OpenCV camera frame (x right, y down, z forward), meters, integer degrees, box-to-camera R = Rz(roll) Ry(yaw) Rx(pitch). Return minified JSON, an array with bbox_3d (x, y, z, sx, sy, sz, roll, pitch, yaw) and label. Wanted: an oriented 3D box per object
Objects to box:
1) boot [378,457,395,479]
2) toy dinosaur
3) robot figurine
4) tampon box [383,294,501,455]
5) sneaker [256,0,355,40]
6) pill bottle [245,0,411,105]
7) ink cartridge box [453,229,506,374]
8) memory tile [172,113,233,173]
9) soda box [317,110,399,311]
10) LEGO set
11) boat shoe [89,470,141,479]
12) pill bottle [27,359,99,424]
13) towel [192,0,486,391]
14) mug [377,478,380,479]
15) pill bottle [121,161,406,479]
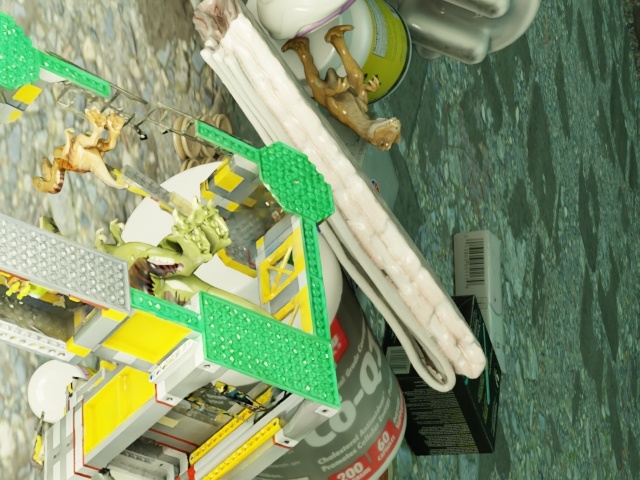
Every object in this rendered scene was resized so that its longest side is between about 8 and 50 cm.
[{"bbox_3d":[0.040,0.200,1.692,0.085,0.059,0.157,-25,110,-65],"label":"boot"},{"bbox_3d":[0.013,-0.131,1.425,0.211,0.064,0.112,-118,-175,-65],"label":"toy dinosaur"},{"bbox_3d":[0.184,-0.364,2.028,0.353,0.200,0.300,-72,-172,-49],"label":"robot figurine"},{"bbox_3d":[0.143,0.159,1.930,0.161,0.102,0.120,66,27,-46],"label":"tampon box"},{"bbox_3d":[-0.030,-0.286,1.419,0.152,0.114,0.305,45,31,-30],"label":"sneaker"},{"bbox_3d":[0.005,-0.193,1.587,0.208,0.119,0.119,0,85,-71],"label":"pill bottle"},{"bbox_3d":[0.241,0.099,2.313,0.232,0.066,0.189,25,61,-64],"label":"ink cartridge box"},{"bbox_3d":[-0.094,-0.035,1.420,0.113,0.012,0.148,-20,105,-71],"label":"memory tile"},{"bbox_3d":[0.000,0.000,1.565,0.286,0.091,0.098,-73,152,-48],"label":"soda box"},{"bbox_3d":[-0.150,0.034,0.977,0.331,0.192,0.255,17,44,-39],"label":"LEGO set"},{"bbox_3d":[-0.122,0.213,1.197,0.099,0.116,0.319,-46,158,-5],"label":"boat shoe"},{"bbox_3d":[-0.163,0.108,1.131,0.083,0.043,0.043,34,54,-67],"label":"pill bottle"},{"bbox_3d":[0.007,-0.050,1.332,0.331,0.053,0.317,55,3,-12],"label":"towel"},{"bbox_3d":[0.002,0.256,1.451,0.129,0.097,0.157,19,68,-26],"label":"mug"},{"bbox_3d":[-0.043,0.079,1.308,0.283,0.161,0.161,63,28,-48],"label":"pill bottle"}]
